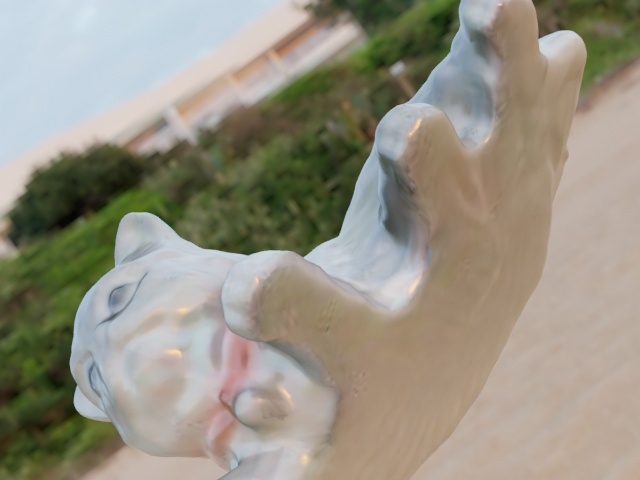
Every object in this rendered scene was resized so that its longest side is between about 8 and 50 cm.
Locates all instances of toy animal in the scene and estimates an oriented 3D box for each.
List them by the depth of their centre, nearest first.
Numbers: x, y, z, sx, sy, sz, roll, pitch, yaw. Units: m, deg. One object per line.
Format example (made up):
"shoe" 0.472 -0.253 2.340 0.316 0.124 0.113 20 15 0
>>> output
"toy animal" 0.000 0.000 1.063 0.266 0.308 0.188 1 11 -40
